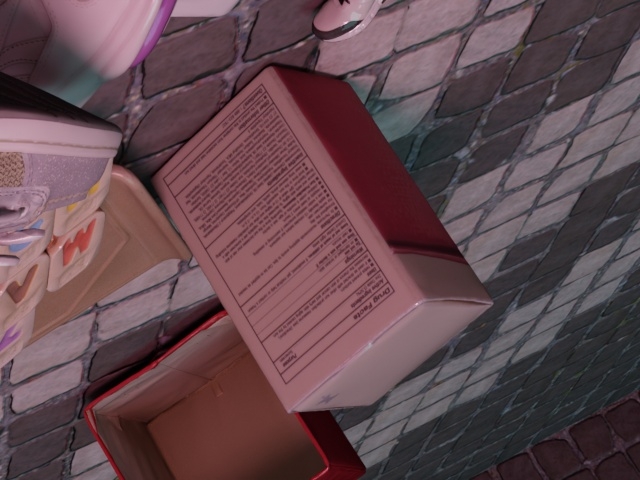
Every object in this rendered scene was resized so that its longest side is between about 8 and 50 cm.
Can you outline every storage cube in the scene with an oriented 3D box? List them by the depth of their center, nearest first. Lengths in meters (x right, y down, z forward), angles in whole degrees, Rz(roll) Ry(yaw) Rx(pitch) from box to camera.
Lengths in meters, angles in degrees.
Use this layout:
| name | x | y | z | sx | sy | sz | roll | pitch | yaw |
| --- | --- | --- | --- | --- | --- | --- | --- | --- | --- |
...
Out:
| name | x | y | z | sx | sy | sz | roll | pitch | yaw |
| --- | --- | --- | --- | --- | --- | --- | --- | --- | --- |
| storage cube | -0.091 | 0.205 | 1.805 | 0.183 | 0.215 | 0.193 | -35 | 166 | 6 |

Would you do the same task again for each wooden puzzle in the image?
| name | x | y | z | sx | sy | sz | roll | pitch | yaw |
| --- | --- | --- | --- | --- | --- | --- | --- | --- | --- |
| wooden puzzle | -0.233 | 0.025 | 1.414 | 0.238 | 0.044 | 0.221 | -28 | 161 | -1 |

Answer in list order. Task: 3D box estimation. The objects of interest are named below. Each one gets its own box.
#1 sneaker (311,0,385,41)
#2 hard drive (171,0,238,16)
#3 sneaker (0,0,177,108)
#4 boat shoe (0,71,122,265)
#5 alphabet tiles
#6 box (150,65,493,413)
| name | x | y | z | sx | sy | sz | roll | pitch | yaw |
| --- | --- | --- | --- | --- | --- | --- | --- | --- | --- |
| sneaker | 0.032 | -0.190 | 1.315 | 0.109 | 0.040 | 0.044 | -41 | 143 | 13 |
| hard drive | -0.044 | -0.246 | 1.047 | 0.203 | 0.040 | 0.307 | -8 | 149 | -49 |
| sneaker | -0.173 | -0.130 | 0.975 | 0.152 | 0.114 | 0.305 | 24 | 129 | -24 |
| boat shoe | -0.209 | -0.030 | 0.824 | 0.320 | 0.118 | 0.103 | -15 | 127 | -64 |
| alphabet tiles | -0.246 | 0.047 | 1.212 | 0.284 | 0.021 | 0.278 | -41 | 162 | -33 |
| box | 0.000 | 0.000 | 1.412 | 0.148 | 0.232 | 0.127 | -41 | 158 | 24 |
